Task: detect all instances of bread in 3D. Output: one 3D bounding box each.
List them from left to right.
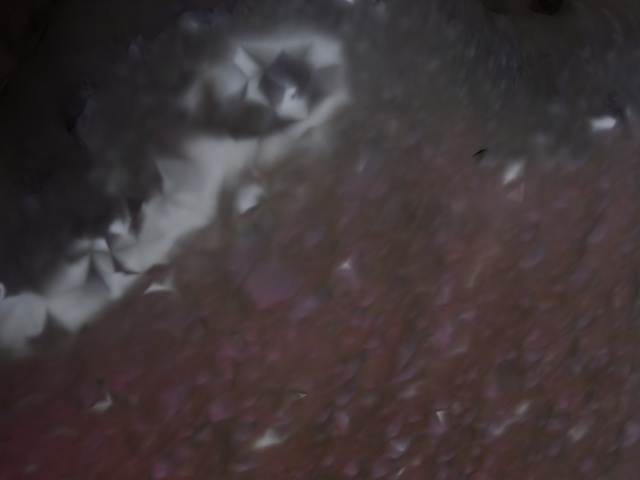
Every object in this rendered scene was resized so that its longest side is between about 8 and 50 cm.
[{"bbox_3d":[-0.004,-0.001,0.437,0.337,0.102,0.183,5,120,-44],"label":"bread"}]
